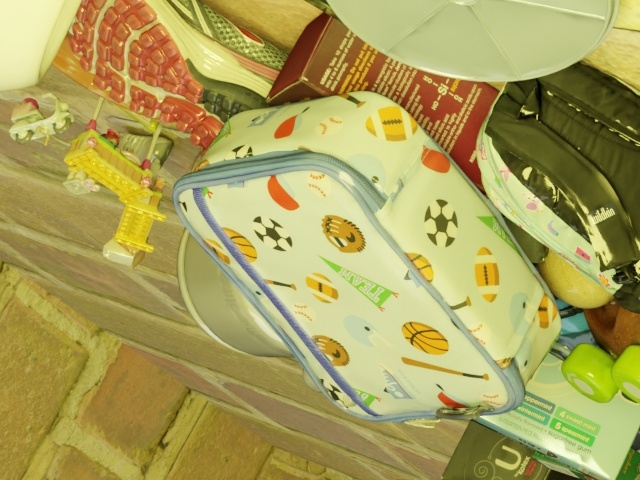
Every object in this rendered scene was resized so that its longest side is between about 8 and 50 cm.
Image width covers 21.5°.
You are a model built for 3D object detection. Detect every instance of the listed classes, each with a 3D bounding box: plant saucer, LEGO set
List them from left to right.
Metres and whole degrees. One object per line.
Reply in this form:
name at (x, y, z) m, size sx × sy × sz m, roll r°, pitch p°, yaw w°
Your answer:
plant saucer at (-0.214, -0.187, 1.702) m, size 0.200 × 0.037 × 0.200 m, roll 27°, pitch 167°, yaw 7°
LEGO set at (-0.222, -0.081, 1.887) m, size 0.132 × 0.107 × 0.287 m, roll 0°, pitch 148°, yaw 24°

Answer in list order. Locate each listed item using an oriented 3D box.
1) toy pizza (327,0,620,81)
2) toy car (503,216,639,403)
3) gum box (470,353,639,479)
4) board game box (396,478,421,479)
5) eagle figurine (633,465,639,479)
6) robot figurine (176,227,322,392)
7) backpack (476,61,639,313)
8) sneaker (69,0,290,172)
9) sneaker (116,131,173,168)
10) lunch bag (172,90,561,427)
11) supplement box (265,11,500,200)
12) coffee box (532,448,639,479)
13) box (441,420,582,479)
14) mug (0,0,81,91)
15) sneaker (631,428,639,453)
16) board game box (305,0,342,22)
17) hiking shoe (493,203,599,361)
toy pizza at (0.094, -0.172, 1.090) m, size 0.201 × 0.032 × 0.201 m, roll 12°, pitch 151°, yaw 7°
toy car at (0.235, 0.018, 1.379) m, size 0.188 × 0.155 × 0.149 m, roll 45°, pitch 162°, yaw -15°
gum box at (0.246, 0.118, 1.615) m, size 0.157 × 0.184 × 0.041 m, roll 26°, pitch 167°, yaw 10°
board game box at (0.214, 0.414, 2.271) m, size 0.224 × 0.097 × 0.303 m, roll 32°, pitch 165°, yaw -8°
eagle figurine at (0.403, 0.193, 1.499) m, size 0.226 × 0.225 × 0.298 m, roll 15°, pitch 157°, yaw 8°
robot figurine at (-0.033, 0.023, 1.781) m, size 0.300 × 0.200 × 0.353 m, roll 69°, pitch 159°, yaw -4°
backpack at (0.195, -0.045, 1.205) m, size 0.182 × 0.152 × 0.115 m, roll 38°, pitch 159°, yaw 10°
sneaker at (-0.101, -0.150, 1.451) m, size 0.299 × 0.112 × 0.121 m, roll 43°, pitch 138°, yaw 1°
sneaker at (-0.216, -0.101, 1.995) m, size 0.061 × 0.053 × 0.152 m, roll 34°, pitch 166°, yaw -13°
lunch bag at (0.035, 0.026, 1.343) m, size 0.243 × 0.115 × 0.303 m, roll -8°, pitch 127°, yaw 45°
supplement box at (0.064, -0.106, 1.357) m, size 0.188 × 0.081 × 0.104 m, roll 30°, pitch 166°, yaw -12°
coffee box at (0.355, 0.243, 2.035) m, size 0.184 × 0.113 × 0.040 m, roll 12°, pitch 158°, yaw 45°
box at (0.301, 0.325, 2.332) m, size 0.143 × 0.165 × 0.270 m, roll 20°, pitch 165°, yaw 32°
mug at (-0.297, -0.275, 1.123) m, size 0.328 × 0.276 × 0.374 m, roll 24°, pitch 137°, yaw -7°
sneaker at (0.312, 0.180, 1.911) m, size 0.153 × 0.099 × 0.282 m, roll 34°, pitch 162°, yaw -18°
board game box at (0.013, -0.206, 1.202) m, size 0.126 × 0.026 × 0.186 m, roll 30°, pitch 167°, yaw -7°
hiking shoe at (0.213, 0.033, 1.516) m, size 0.304 × 0.113 × 0.132 m, roll 26°, pitch 167°, yaw 5°
